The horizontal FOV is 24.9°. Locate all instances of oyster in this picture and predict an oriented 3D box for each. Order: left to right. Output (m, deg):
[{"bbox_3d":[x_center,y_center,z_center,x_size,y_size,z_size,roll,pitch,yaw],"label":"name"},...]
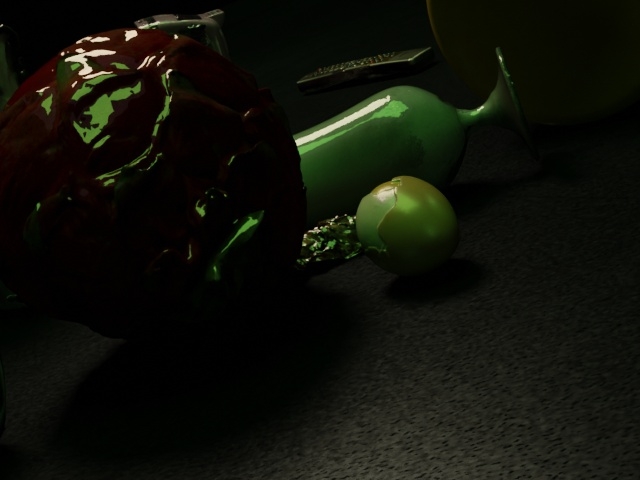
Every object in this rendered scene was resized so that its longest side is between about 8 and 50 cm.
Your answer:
[{"bbox_3d":[-0.001,-0.001,1.177,0.132,0.029,0.086,-29,17,-27],"label":"oyster"}]

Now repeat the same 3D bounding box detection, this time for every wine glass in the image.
[{"bbox_3d":[0.061,-0.076,1.230,0.231,0.103,0.103,-21,14,10],"label":"wine glass"}]

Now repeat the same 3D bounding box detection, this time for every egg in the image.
[{"bbox_3d":[0.064,-0.009,1.041,0.071,0.071,0.083,-24,17,-17],"label":"egg"}]

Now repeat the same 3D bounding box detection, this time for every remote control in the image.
[{"bbox_3d":[0.058,-0.225,1.920,0.212,0.028,0.059,-6,24,44],"label":"remote control"}]

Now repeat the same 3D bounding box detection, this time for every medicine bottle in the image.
[{"bbox_3d":[0.246,-0.251,1.352,0.238,0.238,0.232,-11,16,30],"label":"medicine bottle"}]

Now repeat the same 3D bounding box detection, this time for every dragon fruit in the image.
[{"bbox_3d":[-0.132,-0.037,1.085,0.244,0.244,0.299,-19,15,1],"label":"dragon fruit"}]

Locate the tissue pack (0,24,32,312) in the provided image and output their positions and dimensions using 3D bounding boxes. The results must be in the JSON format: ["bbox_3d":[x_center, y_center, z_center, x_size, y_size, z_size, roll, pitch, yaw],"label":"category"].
[{"bbox_3d":[-0.411,-0.048,1.430,0.361,0.259,0.122,-9,14,40],"label":"tissue pack"}]

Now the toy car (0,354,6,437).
[{"bbox_3d":[-0.329,0.101,1.006,0.235,0.172,0.158,-10,1,40],"label":"toy car"}]

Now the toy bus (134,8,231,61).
[{"bbox_3d":[-0.132,-0.147,1.543,0.108,0.199,0.096,-18,15,-6],"label":"toy bus"}]
